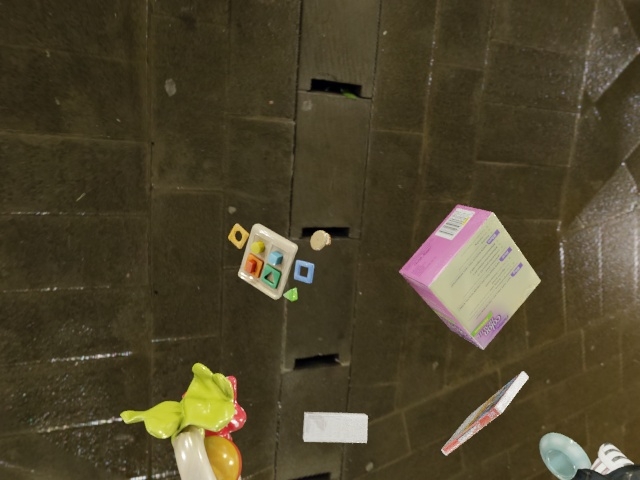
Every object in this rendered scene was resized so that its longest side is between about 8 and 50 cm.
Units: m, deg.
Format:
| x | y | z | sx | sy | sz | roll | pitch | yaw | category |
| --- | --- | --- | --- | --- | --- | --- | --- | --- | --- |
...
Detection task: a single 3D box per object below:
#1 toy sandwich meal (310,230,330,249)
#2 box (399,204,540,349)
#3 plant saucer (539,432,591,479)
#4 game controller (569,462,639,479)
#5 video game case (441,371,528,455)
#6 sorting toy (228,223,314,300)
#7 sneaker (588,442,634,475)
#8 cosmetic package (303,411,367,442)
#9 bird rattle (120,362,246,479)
| x | y | z | sx | sy | sz | roll | pitch | yaw | category |
| --- | --- | --- | --- | --- | --- | --- | --- | --- | --- |
| 0.000 | 0.000 | 1.722 | 0.029 | 0.085 | 0.086 | 25 | 92 | -49 | toy sandwich meal |
| 0.342 | 0.081 | 1.035 | 0.213 | 0.117 | 0.243 | -48 | 115 | -6 | box |
| 0.894 | 0.815 | 1.677 | 0.037 | 0.194 | 0.195 | -15 | 107 | -34 | plant saucer |
| 0.370 | 0.286 | 0.403 | 0.166 | 0.319 | 0.067 | 1 | 86 | -8 | game controller |
| 0.490 | 0.520 | 1.359 | 0.204 | 0.025 | 0.285 | -22 | 149 | -43 | video game case |
| -0.182 | 0.068 | 1.469 | 0.047 | 0.347 | 0.196 | -11 | 126 | -61 | sorting toy |
| 0.608 | 0.538 | 0.926 | 0.281 | 0.106 | 0.162 | 41 | 95 | -18 | sneaker |
| 0.056 | 0.708 | 1.721 | 0.238 | 0.060 | 0.099 | 5 | 76 | -8 | cosmetic package |
| -0.169 | 0.295 | 0.649 | 0.143 | 0.207 | 0.254 | -18 | 151 | -12 | bird rattle |
